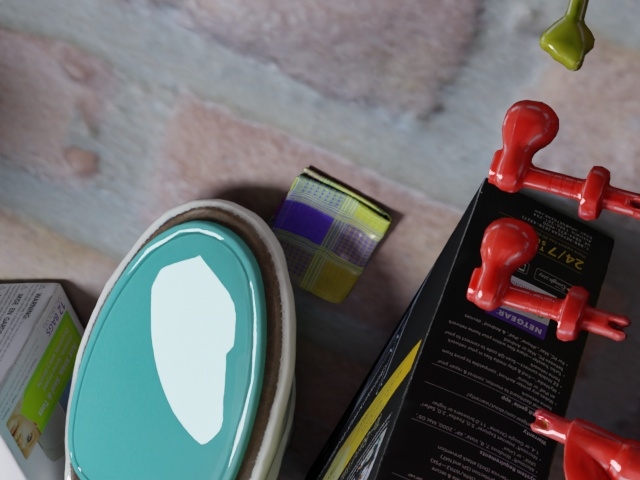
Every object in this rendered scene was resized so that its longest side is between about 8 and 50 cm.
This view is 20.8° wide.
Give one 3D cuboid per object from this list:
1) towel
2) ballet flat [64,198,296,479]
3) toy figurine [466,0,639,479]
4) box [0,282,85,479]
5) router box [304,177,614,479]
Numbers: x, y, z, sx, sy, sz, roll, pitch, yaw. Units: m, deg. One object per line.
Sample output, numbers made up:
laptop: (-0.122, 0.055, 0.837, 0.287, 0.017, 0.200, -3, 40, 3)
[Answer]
towel: (0.000, 0.000, 0.958, 0.060, 0.009, 0.083, 29, 136, -3)
ballet flat: (-0.082, 0.158, 1.031, 0.139, 0.139, 0.400, 16, 106, 9)
toy figurine: (0.188, -0.007, 0.786, 0.191, 0.217, 0.362, 15, 92, 17)
box: (-0.189, 0.137, 1.093, 0.103, 0.114, 0.203, -2, 131, 23)
router box: (0.036, 0.154, 0.923, 0.081, 0.243, 0.309, 26, 137, -1)
